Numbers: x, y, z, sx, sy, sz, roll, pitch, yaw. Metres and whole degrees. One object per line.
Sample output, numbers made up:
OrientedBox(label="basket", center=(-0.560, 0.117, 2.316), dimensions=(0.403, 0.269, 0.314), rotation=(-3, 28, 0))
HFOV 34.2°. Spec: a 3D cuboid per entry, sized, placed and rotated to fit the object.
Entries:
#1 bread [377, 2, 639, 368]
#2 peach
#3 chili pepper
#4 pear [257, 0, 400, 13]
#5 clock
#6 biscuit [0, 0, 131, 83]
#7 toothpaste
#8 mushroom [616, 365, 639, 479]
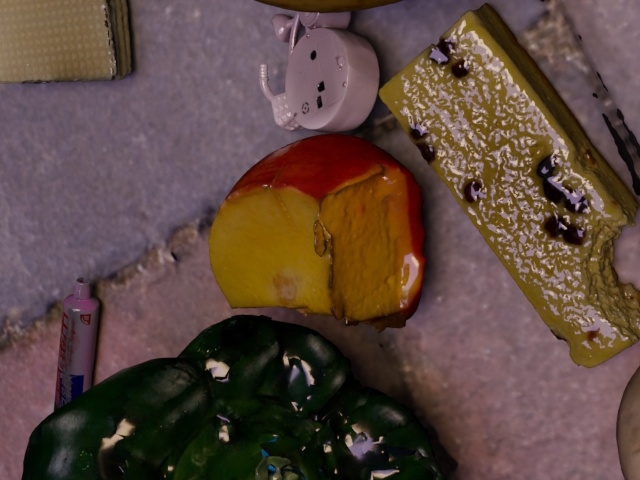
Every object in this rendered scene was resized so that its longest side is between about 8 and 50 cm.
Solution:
OrientedBox(label="bread", center=(0.133, -0.030, 0.641), dimensions=(0.088, 0.049, 0.226), rotation=(-38, 87, 29))
OrientedBox(label="peach", center=(-0.002, -0.006, 0.671), dimensions=(0.151, 0.151, 0.118), rotation=(9, 79, 23))
OrientedBox(label="chili pepper", center=(-0.062, 0.192, 0.688), dimensions=(0.248, 0.233, 0.257), rotation=(57, 142, 5))
OrientedBox(label="pear", center=(0.009, -0.255, 0.524), dimensions=(0.281, 0.281, 0.280), rotation=(7, 107, 24))
OrientedBox(label="clock", center=(-0.003, -0.131, 0.673), dimensions=(0.087, 0.041, 0.129), rotation=(-14, 79, 51))
OrientedBox(label="biscuit", center=(-0.199, -0.214, 0.754), dimensions=(0.121, 0.040, 0.199), rotation=(2, 103, 22))
OrientedBox(label="toothpaste", center=(-0.202, 0.107, 0.853), dimensions=(0.045, 0.028, 0.170), rotation=(23, 117, 25))
OrientedBox(label="mushroom", center=(0.247, 0.115, 0.594), dimensions=(0.154, 0.122, 0.154), rotation=(-24, 60, 49))
